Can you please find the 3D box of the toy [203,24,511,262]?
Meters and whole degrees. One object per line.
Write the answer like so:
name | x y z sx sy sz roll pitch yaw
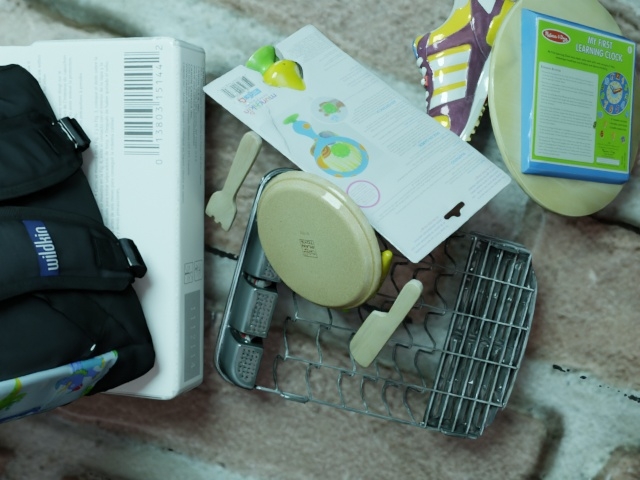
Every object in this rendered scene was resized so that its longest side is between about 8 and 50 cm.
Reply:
toy | 0.027 -0.079 0.793 0.237 0.056 0.137 42 56 15

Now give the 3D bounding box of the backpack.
backpack | -0.322 0.029 0.619 0.273 0.355 0.290 -26 88 16

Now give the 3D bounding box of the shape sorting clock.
shape sorting clock | 0.220 -0.124 0.824 0.206 0.040 0.206 -2 94 -37

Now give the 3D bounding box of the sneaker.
sneaker | 0.113 -0.142 0.838 0.084 0.069 0.185 24 88 4

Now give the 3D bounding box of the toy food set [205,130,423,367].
toy food set | 0.000 0.000 0.745 0.192 0.132 0.038 44 48 10

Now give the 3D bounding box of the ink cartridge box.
ink cartridge box | -0.232 -0.023 0.808 0.261 0.066 0.296 3 95 16

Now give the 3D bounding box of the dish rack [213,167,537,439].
dish rack | 0.055 0.064 0.845 0.272 0.074 0.208 15 95 -9
